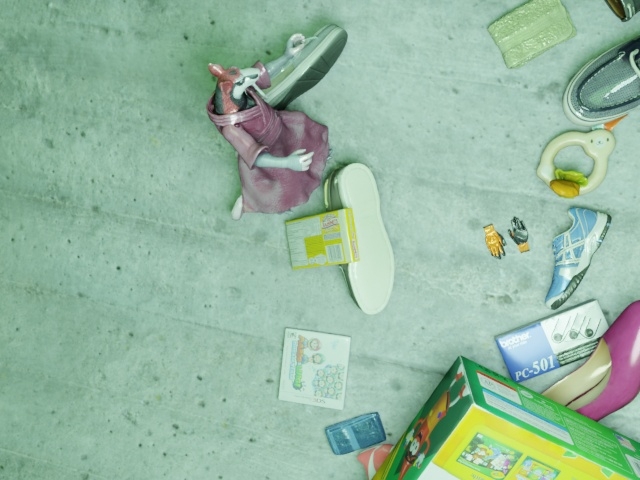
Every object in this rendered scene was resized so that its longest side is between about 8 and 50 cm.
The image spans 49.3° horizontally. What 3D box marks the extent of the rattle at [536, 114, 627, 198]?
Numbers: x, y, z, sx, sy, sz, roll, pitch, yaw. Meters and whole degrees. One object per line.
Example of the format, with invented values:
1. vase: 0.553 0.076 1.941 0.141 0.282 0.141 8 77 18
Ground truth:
1. rattle: 0.498 -0.176 1.305 0.200 0.142 0.130 -47 63 15

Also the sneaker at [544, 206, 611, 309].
1. sneaker: 0.480 0.034 1.347 0.081 0.080 0.211 26 87 17

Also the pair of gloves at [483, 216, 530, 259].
1. pair of gloves: 0.374 -0.004 1.396 0.083 0.010 0.074 -17 87 11

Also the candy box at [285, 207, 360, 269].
1. candy box: 0.000 0.000 1.406 0.206 0.027 0.105 -9 87 53

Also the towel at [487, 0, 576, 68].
1. towel: 0.415 -0.414 1.370 0.148 0.027 0.110 -28 85 11

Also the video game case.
1. video game case: -0.012 0.272 1.482 0.143 0.019 0.157 7 92 12

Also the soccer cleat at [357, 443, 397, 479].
1. soccer cleat: 0.160 0.571 1.420 0.116 0.108 0.318 -12 91 33

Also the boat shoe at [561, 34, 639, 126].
1. boat shoe: 0.600 -0.330 1.241 0.340 0.158 0.127 -32 84 1

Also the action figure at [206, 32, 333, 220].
1. action figure: -0.124 -0.221 1.331 0.275 0.370 0.248 -8 62 25

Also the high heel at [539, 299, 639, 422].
1. high heel: 0.470 0.262 1.288 0.181 0.127 0.377 15 110 2

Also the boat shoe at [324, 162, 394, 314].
1. boat shoe: 0.074 -0.002 1.421 0.109 0.091 0.305 -12 95 -30

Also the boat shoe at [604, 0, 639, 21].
1. boat shoe: 0.521 -0.514 1.316 0.079 0.084 0.233 -44 85 9

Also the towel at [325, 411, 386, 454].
1. towel: 0.074 0.406 1.461 0.119 0.029 0.067 -21 88 12

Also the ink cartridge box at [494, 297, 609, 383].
1. ink cartridge box: 0.457 0.198 1.364 0.207 0.046 0.097 -24 85 12

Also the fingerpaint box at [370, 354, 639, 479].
1. fingerpaint box: 0.346 0.468 1.239 0.444 0.163 0.371 26 111 -8

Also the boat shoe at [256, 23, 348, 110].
1. boat shoe: -0.083 -0.339 1.438 0.320 0.118 0.103 -39 84 18
